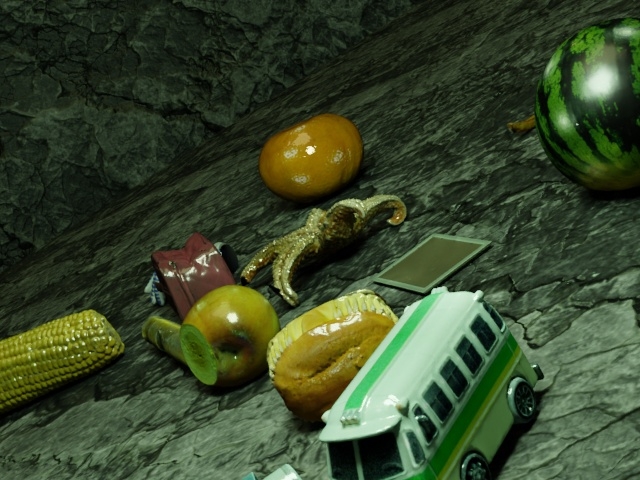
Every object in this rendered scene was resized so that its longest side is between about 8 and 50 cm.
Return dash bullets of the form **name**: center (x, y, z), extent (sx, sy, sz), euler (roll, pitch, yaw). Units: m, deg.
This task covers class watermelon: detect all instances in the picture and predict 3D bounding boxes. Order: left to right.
- **watermelon**: center (0.438, -0.197, 1.644), extent (0.269, 0.269, 0.269), euler (-27, 17, 9)

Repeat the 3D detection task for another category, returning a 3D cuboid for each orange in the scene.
- **orange**: center (-0.017, -0.174, 2.464), extent (0.240, 0.171, 0.240), euler (-24, 10, 5)

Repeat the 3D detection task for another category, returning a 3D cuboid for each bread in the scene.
- **bread**: center (0.024, 0.155, 1.494), extent (0.190, 0.132, 0.114), euler (-31, 18, 3)

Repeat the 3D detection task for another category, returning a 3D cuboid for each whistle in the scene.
- **whistle**: center (-0.242, 0.181, 1.995), extent (0.068, 0.057, 0.326), euler (-35, 17, -19)

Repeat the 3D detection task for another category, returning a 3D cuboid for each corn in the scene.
- **corn**: center (-0.564, 0.242, 2.224), extent (0.387, 0.144, 0.144), euler (-23, 17, 11)

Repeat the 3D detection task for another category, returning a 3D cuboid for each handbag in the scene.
- **handbag**: center (-0.245, 0.074, 2.167), extent (0.135, 0.146, 0.225), euler (-27, 15, -10)

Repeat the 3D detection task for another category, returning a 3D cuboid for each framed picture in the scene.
- **framed picture**: center (0.174, 0.036, 1.802), extent (0.142, 0.011, 0.183), euler (-35, 17, -18)

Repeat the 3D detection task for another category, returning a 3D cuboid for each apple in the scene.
- **apple**: center (-0.142, 0.149, 1.772), extent (0.163, 0.146, 0.147), euler (-29, 21, -4)

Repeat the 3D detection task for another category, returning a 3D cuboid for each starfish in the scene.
- **starfish**: center (0.002, 0.003, 2.033), extent (0.312, 0.113, 0.303), euler (-25, 12, 49)

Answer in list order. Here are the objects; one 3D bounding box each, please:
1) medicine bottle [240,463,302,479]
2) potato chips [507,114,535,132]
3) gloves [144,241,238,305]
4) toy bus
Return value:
- **medicine bottle**: center (-0.131, 0.346, 1.282), extent (0.258, 0.079, 0.124), euler (-33, 16, -12)
- **potato chips**: center (0.437, -0.254, 2.185), extent (0.204, 0.037, 0.026), euler (-31, 26, -25)
- **gloves**: center (-0.277, 0.066, 2.360), extent (0.229, 0.097, 0.119), euler (-28, -14, 22)
- **toy bus**: center (0.112, 0.182, 1.206), extent (0.133, 0.165, 0.276), euler (-17, 20, 40)
